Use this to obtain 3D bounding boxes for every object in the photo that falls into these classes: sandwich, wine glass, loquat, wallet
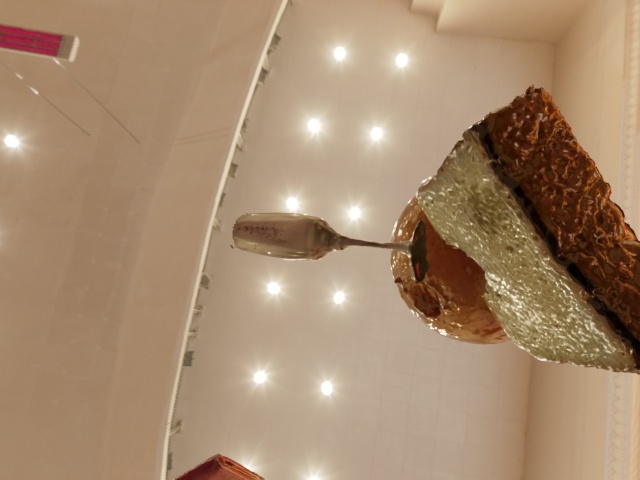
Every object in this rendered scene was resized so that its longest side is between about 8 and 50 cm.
[{"bbox_3d":[0.229,0.008,0.535,0.095,0.249,0.273,-33,-95,-11],"label":"sandwich"},{"bbox_3d":[0.000,0.000,0.601,0.262,0.074,0.074,6,-102,29],"label":"wine glass"},{"bbox_3d":[0.289,0.025,0.884,0.329,0.328,0.328,0,-100,0],"label":"loquat"},{"bbox_3d":[-0.200,0.372,0.664,0.232,0.119,0.025,-32,-139,5],"label":"wallet"}]
